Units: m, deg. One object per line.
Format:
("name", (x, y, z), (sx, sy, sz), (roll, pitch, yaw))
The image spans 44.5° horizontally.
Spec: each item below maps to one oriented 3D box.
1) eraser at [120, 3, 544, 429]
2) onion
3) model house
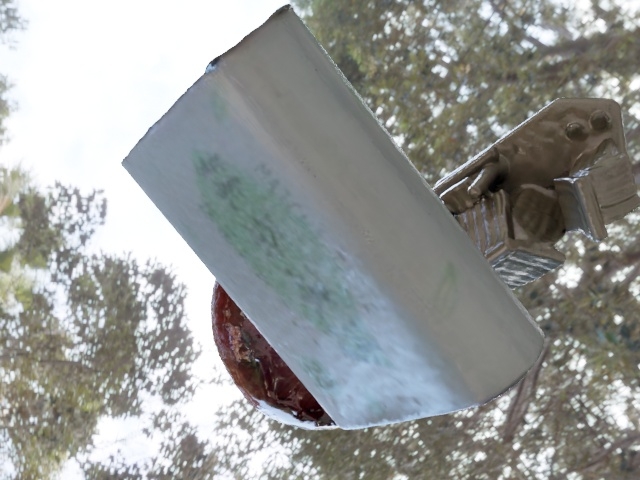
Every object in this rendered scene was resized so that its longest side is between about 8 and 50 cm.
("eraser", (0.000, 0.000, 0.462), (0.227, 0.174, 0.081), (52, -126, -9))
("onion", (-0.007, 0.071, 0.810), (0.248, 0.161, 0.247), (6, -99, -45))
("model house", (0.207, -0.033, 0.789), (0.122, 0.229, 0.188), (50, -145, -11))
